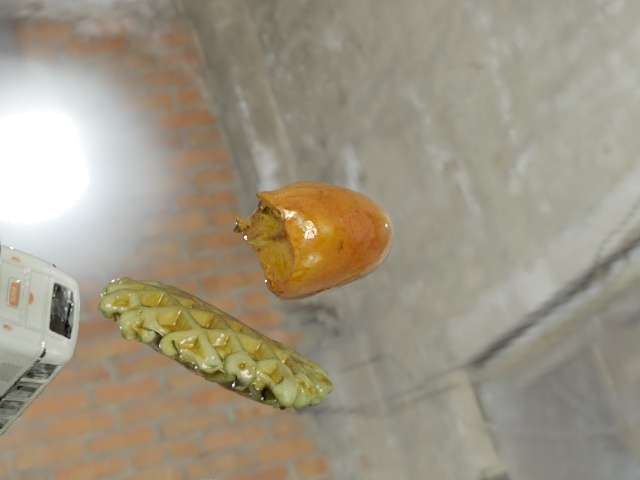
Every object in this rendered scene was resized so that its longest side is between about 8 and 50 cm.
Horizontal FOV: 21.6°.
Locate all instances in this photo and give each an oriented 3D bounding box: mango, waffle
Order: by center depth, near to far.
[{"bbox_3d":[-0.090,0.087,1.427,0.054,0.214,0.208,-64,-8,0],"label":"waffle"},{"bbox_3d":[0.000,0.000,1.899,0.154,0.126,0.252,-24,-9,24],"label":"mango"}]

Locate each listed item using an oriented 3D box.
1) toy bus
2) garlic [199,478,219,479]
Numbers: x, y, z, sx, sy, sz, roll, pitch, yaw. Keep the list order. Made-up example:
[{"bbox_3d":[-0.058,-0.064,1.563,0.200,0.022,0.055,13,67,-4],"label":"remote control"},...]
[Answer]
[{"bbox_3d":[-0.234,0.083,1.150,0.089,0.087,0.194,19,-41,-26],"label":"toy bus"},{"bbox_3d":[-0.191,0.362,1.740,0.266,0.148,0.128,-26,26,7],"label":"garlic"}]
